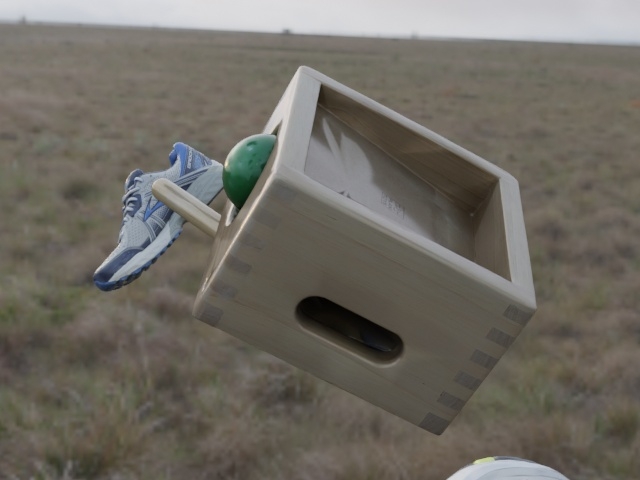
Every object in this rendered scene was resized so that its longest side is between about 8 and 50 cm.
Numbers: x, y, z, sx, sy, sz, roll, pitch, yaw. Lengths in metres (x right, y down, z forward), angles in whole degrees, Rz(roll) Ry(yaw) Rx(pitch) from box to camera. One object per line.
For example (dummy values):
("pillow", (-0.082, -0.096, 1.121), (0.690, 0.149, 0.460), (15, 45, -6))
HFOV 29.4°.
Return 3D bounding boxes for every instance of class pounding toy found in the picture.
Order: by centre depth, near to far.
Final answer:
("pounding toy", (0.000, 0.000, 0.511), (0.141, 0.100, 0.130), (27, 28, -10))

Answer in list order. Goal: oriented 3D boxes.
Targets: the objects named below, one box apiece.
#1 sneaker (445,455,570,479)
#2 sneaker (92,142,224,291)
("sneaker", (0.046, 0.289, 0.759), (0.384, 0.145, 0.147), (-47, 17, -15))
("sneaker", (-0.128, -0.019, 0.899), (0.135, 0.058, 0.052), (-50, 5, -28))
